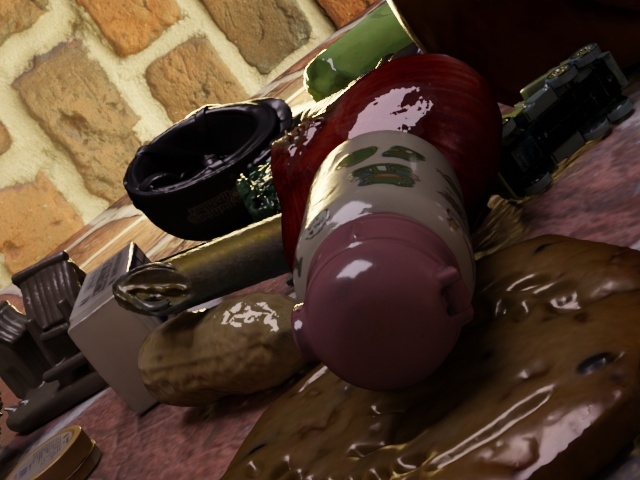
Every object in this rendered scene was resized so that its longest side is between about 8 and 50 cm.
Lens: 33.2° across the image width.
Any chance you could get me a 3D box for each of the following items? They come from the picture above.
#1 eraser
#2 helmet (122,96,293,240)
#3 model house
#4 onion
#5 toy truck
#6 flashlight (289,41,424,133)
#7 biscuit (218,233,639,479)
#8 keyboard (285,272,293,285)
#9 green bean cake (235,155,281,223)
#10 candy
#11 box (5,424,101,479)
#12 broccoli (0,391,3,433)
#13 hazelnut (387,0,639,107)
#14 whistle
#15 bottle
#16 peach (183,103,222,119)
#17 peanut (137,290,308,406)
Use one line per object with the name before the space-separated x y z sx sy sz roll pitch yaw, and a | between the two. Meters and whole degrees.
eraser | -0.215 0.093 1.245 0.081 0.124 0.279 -36 13 0
helmet | -0.154 -0.095 1.656 0.278 0.160 0.230 -20 31 0
model house | -0.353 0.126 1.403 0.229 0.188 0.122 -29 -1 24
onion | 0.052 -0.049 0.931 0.248 0.161 0.248 -28 53 44
toy truck | 0.204 -0.110 0.998 0.169 0.077 0.100 -41 15 -16
flashlight | 0.062 -0.208 1.684 0.103 0.103 0.424 -45 14 -34
biscuit | 0.059 0.109 0.680 0.359 0.046 0.359 -33 14 9
keyboard | 0.000 0.001 1.267 0.055 0.014 0.176 -34 13 23
green bean cake | 0.010 -0.072 1.230 0.208 0.107 0.193 -33 12 -3
candy | 0.114 -0.347 1.931 0.343 0.132 0.142 -45 0 -35
box | -0.275 0.235 1.094 0.105 0.037 0.105 -34 14 10
broccoli | -0.491 0.253 1.271 0.226 0.176 0.198 -2 12 -10
hazelnut | 0.230 -0.312 1.097 0.372 0.372 0.315 -31 43 22
whistle | -0.046 0.006 1.031 0.326 0.057 0.068 -21 29 -38
bottle | 0.040 0.011 0.701 0.120 0.120 0.253 -32 13 15
peach | -0.183 -0.131 1.844 0.197 0.197 0.197 -34 13 9
peanut | -0.084 0.100 0.972 0.098 0.090 0.214 11 -19 -39
